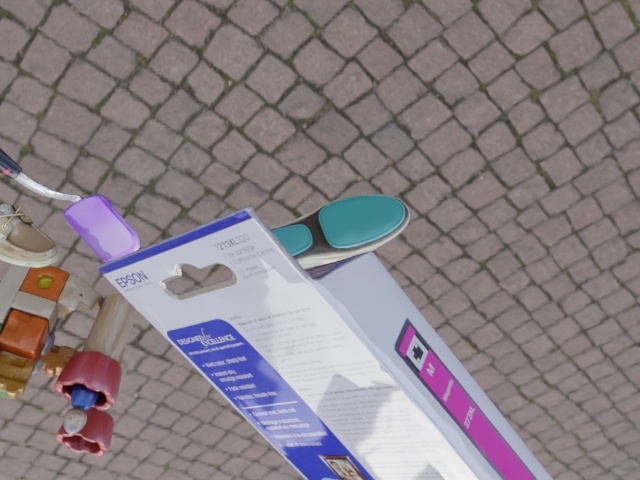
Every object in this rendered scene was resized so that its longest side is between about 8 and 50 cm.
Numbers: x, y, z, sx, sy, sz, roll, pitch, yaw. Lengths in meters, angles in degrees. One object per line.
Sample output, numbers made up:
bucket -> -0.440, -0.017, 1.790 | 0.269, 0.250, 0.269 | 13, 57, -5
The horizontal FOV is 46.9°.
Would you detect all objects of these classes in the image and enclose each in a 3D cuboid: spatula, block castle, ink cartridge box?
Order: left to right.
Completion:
block castle -> -0.513, 0.173, 1.089 | 0.453, 0.213, 0.303 | 19, 143, -8
spatula -> -0.333, -0.070, 0.862 | 0.084, 0.030, 0.296 | -21, 133, 33
ink cartridge box -> 0.020, 0.116, 0.540 | 0.175, 0.069, 0.371 | -17, 122, 43

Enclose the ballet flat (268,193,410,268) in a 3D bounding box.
ballet flat -> 0.000, 0.000, 1.004 | 0.248, 0.086, 0.086 | -14, 131, 1

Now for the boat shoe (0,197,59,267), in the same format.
boat shoe -> -0.324, -0.017, 0.747 | 0.135, 0.050, 0.045 | 25, 123, 13
